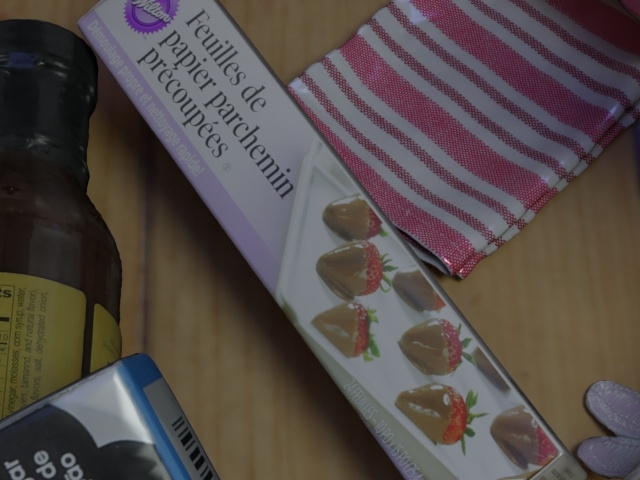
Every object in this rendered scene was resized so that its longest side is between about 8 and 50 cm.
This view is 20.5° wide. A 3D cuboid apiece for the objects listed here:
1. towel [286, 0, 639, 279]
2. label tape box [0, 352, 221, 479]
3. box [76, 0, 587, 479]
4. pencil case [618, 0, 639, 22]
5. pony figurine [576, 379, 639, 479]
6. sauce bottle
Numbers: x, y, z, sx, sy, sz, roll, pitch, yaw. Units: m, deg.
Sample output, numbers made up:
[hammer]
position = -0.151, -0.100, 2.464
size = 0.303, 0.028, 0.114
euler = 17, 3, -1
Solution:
[towel]
position = 0.083, -0.082, 0.907
size = 0.197, 0.029, 0.144
euler = -42, 64, -19
[label tape box]
position = -0.155, 0.228, 0.606
size = 0.347, 0.115, 0.249
euler = -29, 90, -4
[box]
position = 0.000, 0.000, 0.823
size = 0.063, 0.067, 0.324
euler = -38, 66, 3
[pencil case]
position = 0.110, -0.262, 0.931
size = 0.160, 0.167, 0.386
euler = -25, 54, -32
[pony figurine]
position = 0.288, -0.026, 0.704
size = 0.363, 0.351, 0.303
euler = 24, 66, -2
[sauce bottle]
position = -0.142, 0.054, 0.798
size = 0.111, 0.111, 0.344
euler = -2, 56, 4
